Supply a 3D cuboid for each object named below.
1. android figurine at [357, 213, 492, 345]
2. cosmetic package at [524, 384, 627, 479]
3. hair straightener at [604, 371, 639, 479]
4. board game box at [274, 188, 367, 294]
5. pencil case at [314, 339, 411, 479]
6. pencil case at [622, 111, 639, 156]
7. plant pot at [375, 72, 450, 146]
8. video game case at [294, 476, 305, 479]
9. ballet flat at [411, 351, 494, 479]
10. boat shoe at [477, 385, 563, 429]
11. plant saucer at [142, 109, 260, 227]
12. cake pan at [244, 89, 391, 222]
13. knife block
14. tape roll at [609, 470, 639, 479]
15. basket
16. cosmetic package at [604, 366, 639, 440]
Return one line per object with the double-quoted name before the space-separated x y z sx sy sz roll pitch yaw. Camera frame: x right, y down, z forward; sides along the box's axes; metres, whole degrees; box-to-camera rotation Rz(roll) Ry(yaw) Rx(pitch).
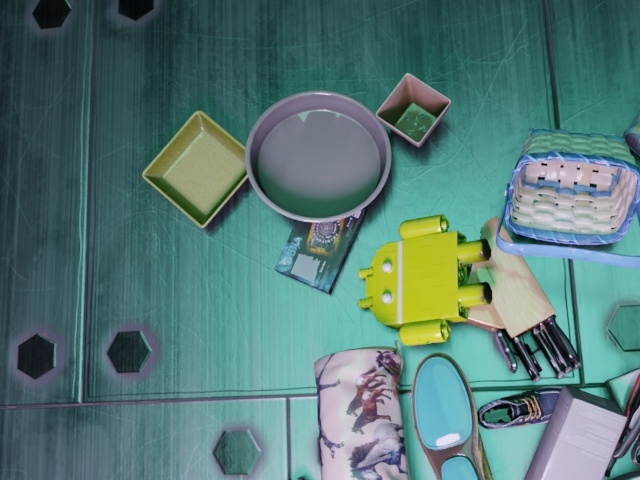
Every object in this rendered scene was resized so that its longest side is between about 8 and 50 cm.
"android figurine" 0.189 0.075 1.557 0.272 0.056 0.248 -9 68 33
"cosmetic package" 0.432 0.384 1.434 0.107 0.127 0.238 19 96 7
"hair straightener" 0.548 0.317 1.394 0.089 0.047 0.230 24 84 43
"board game box" 0.000 0.000 1.670 0.126 0.026 0.186 23 83 14
"pencil case" 0.088 0.381 1.477 0.183 0.160 0.410 -2 68 -7
"pencil case" 0.687 -0.273 1.555 0.113 0.124 0.273 34 86 15
"plant pot" 0.188 -0.248 1.653 0.109 0.096 0.109 36 85 15
"video game case" -0.049 0.624 1.528 0.244 0.061 0.269 43 88 15
"ballet flat" 0.247 0.380 1.500 0.123 0.123 0.349 -16 72 7
"boat shoe" 0.377 0.309 1.506 0.183 0.083 0.065 -16 76 6
"plant saucer" -0.246 -0.147 1.737 0.188 0.045 0.188 40 87 15
"cake pan" -0.005 -0.164 1.665 0.293 0.054 0.293 0 69 0
"knife block" 0.389 0.117 1.543 0.242 0.088 0.276 15 81 12
"tape roll" 0.584 0.542 1.411 0.286 0.100 0.286 -2 77 9
"basket" 0.457 -0.067 1.483 0.254 0.201 0.289 9 39 12
"cosmetic package" 0.641 0.261 1.470 0.231 0.085 0.117 -22 75 7
